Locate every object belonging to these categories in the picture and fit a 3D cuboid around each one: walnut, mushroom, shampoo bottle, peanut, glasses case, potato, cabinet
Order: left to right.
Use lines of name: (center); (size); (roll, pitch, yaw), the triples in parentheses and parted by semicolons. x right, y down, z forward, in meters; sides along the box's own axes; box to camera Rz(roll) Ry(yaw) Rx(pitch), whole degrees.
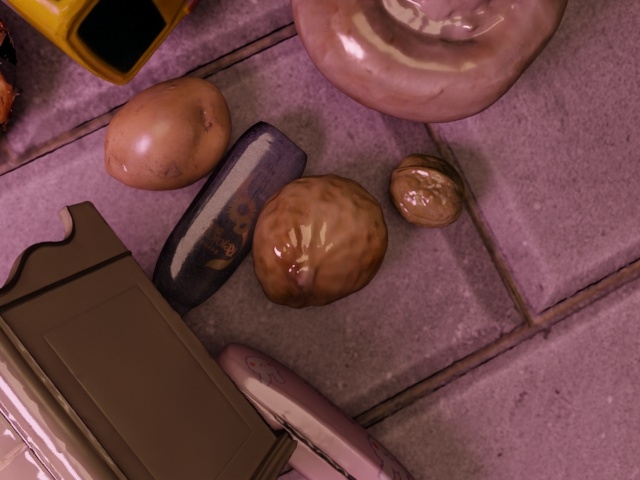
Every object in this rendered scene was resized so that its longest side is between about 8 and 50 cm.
cabinet: (-0.249, 0.181, 0.579); (0.290, 0.227, 0.318); (-38, 92, 22)
potato: (-0.163, -0.114, 0.702); (0.147, 0.112, 0.112); (-40, 94, -13)
shampoo bottle: (-0.107, -0.019, 0.727); (0.087, 0.049, 0.233); (38, 85, -33)
peanut: (0.000, 0.000, 0.716); (0.159, 0.109, 0.140); (-15, 122, -29)
glasses case: (0.004, 0.218, 0.711); (0.297, 0.113, 0.075); (40, 88, -5)
walnut: (0.120, -0.055, 0.744); (0.092, 0.092, 0.092); (0, 89, -6)
mushroom: (0.113, -0.269, 0.640); (0.298, 0.290, 0.297); (0, 88, -7)

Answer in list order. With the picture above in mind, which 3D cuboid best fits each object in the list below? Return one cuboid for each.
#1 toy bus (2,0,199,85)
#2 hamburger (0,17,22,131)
toy bus: (-0.300, -0.359, 0.571); (0.440, 0.209, 0.249); (39, 90, -2)
hamburger: (-0.421, -0.166, 0.664); (0.231, 0.107, 0.230); (-1, 92, -24)
